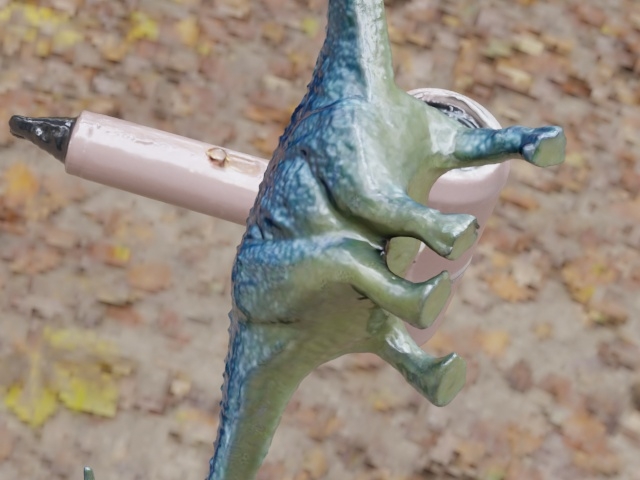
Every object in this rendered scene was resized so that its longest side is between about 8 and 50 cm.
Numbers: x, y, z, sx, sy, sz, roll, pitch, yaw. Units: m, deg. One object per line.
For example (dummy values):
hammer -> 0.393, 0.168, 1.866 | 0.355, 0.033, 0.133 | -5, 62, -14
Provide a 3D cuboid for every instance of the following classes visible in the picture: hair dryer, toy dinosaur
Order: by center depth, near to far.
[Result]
toy dinosaur -> 0.010, 0.000, 0.773 | 0.147, 0.363, 0.076 | 24, 13, 31
hair dryer -> -0.052, -0.044, 1.260 | 0.344, 0.189, 0.106 | 15, 47, -5
